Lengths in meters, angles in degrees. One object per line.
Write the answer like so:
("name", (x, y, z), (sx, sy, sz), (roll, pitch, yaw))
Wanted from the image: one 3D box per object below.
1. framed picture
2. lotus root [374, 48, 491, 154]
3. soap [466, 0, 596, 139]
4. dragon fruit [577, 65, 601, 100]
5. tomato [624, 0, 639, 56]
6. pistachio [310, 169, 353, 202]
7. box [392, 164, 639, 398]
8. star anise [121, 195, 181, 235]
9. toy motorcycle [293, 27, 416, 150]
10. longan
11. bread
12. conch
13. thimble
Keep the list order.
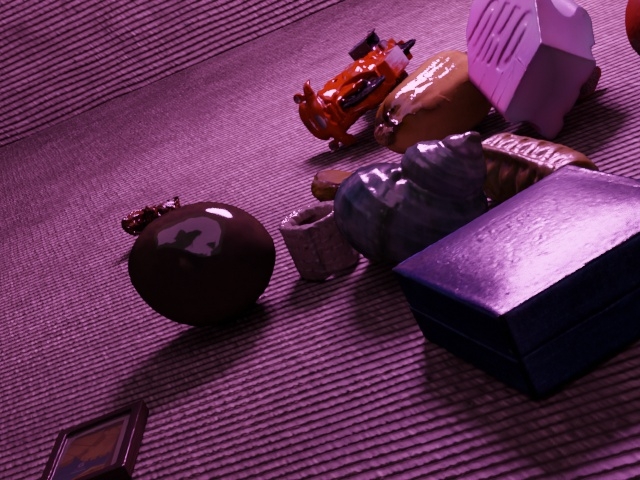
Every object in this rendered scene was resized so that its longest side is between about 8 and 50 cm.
("framed picture", (-0.288, 0.271, 1.576), (0.128, 0.023, 0.168), (-23, 19, 9))
("lotus root", (0.202, -0.232, 2.111), (0.146, 0.131, 0.303), (30, 54, 30))
("soap", (0.327, -0.313, 1.997), (0.193, 0.109, 0.324), (-63, 20, 19))
("dragon fruit", (0.409, -0.256, 2.025), (0.083, 0.060, 0.056), (-5, 3, -24))
("tomato", (0.539, -0.315, 1.787), (0.184, 0.208, 0.208), (-56, 27, -13))
("pistachio", (0.026, -0.083, 2.073), (0.089, 0.049, 0.173), (-7, 12, -15))
("box", (0.256, 0.032, 1.376), (0.261, 0.116, 0.279), (-31, 17, -12))
("star anise", (-0.323, -0.034, 2.353), (0.097, 0.070, 0.191), (-17, 1, 19))
("toy motorcycle", (0.072, -0.294, 2.403), (0.221, 0.148, 0.325), (-31, 12, 32))
("longan", (-0.170, 0.035, 1.805), (0.212, 0.198, 0.198), (-18, 17, -9))
("bread", (0.287, -0.085, 1.677), (0.098, 0.087, 0.269), (-26, 19, -11))
("conch", (0.128, -0.047, 1.682), (0.220, 0.195, 0.277), (-36, -13, -52))
("thimble", (0.000, 0.000, 1.826), (0.102, 0.090, 0.115), (-22, 17, 1))
